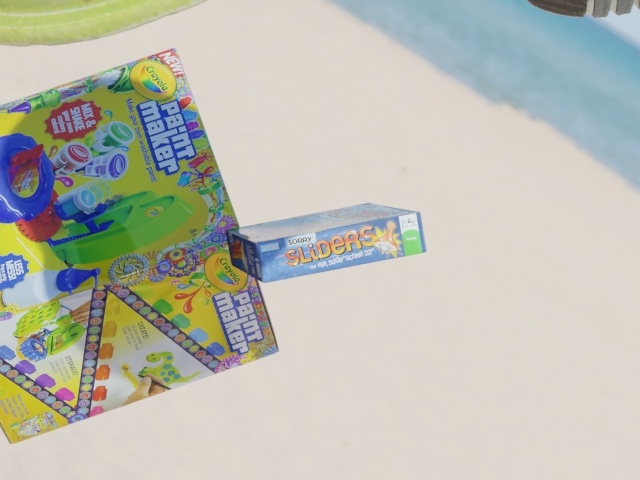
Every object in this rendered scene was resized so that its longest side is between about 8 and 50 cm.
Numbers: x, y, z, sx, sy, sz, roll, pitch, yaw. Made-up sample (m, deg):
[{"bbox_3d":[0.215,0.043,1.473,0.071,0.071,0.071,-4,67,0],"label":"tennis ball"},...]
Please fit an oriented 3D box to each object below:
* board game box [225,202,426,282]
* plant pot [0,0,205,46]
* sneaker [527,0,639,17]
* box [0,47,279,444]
[{"bbox_3d":[0.000,0.000,1.436,0.136,0.035,0.201,-11,5,-10],"label":"board game box"},{"bbox_3d":[-0.124,-0.272,0.755,0.276,0.276,0.254,44,-12,48],"label":"plant pot"},{"bbox_3d":[0.239,-0.245,1.260,0.228,0.086,0.132,-10,59,-8],"label":"sneaker"},{"bbox_3d":[-0.221,0.001,1.681,0.177,0.279,0.290,75,-6,-46],"label":"box"}]
